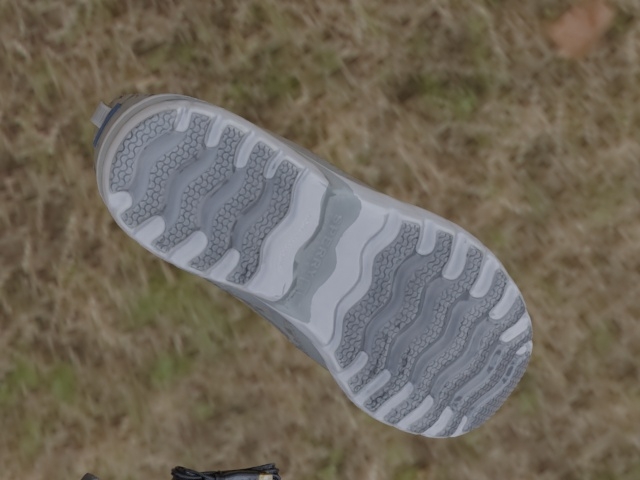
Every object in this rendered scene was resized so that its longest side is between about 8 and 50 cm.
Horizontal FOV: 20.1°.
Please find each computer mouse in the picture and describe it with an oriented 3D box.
[{"bbox_3d":[-0.102,0.268,1.769,0.106,0.042,0.193,-5,145,-16],"label":"computer mouse"}]

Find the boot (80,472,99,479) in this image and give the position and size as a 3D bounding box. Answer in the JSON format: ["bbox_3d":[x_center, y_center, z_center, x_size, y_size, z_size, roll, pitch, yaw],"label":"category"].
[{"bbox_3d":[-0.238,0.394,1.831,0.229,0.091,0.263,-46,132,-29],"label":"boot"}]

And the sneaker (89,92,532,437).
[{"bbox_3d":[0.000,0.000,0.933,0.281,0.115,0.105,38,94,-29],"label":"sneaker"}]
